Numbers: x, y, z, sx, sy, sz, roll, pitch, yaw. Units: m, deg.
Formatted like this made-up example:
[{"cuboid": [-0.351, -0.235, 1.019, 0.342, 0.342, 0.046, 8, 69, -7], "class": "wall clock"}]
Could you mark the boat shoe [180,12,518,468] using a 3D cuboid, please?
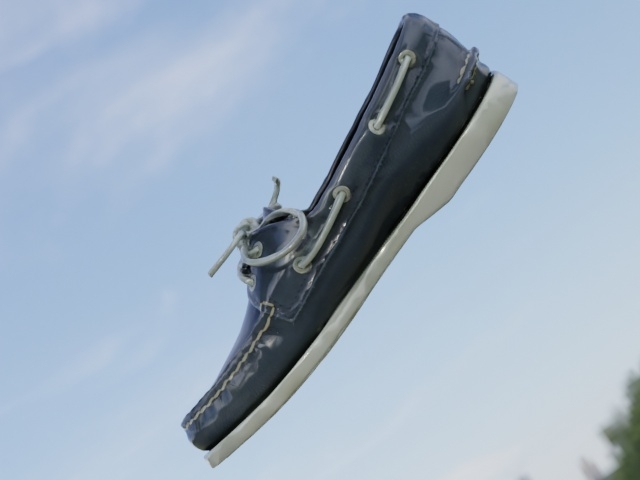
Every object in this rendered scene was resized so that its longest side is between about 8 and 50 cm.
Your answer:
[{"cuboid": [0.000, 0.000, 0.928, 0.254, 0.079, 0.095, -53, 5, 5], "class": "boat shoe"}]
